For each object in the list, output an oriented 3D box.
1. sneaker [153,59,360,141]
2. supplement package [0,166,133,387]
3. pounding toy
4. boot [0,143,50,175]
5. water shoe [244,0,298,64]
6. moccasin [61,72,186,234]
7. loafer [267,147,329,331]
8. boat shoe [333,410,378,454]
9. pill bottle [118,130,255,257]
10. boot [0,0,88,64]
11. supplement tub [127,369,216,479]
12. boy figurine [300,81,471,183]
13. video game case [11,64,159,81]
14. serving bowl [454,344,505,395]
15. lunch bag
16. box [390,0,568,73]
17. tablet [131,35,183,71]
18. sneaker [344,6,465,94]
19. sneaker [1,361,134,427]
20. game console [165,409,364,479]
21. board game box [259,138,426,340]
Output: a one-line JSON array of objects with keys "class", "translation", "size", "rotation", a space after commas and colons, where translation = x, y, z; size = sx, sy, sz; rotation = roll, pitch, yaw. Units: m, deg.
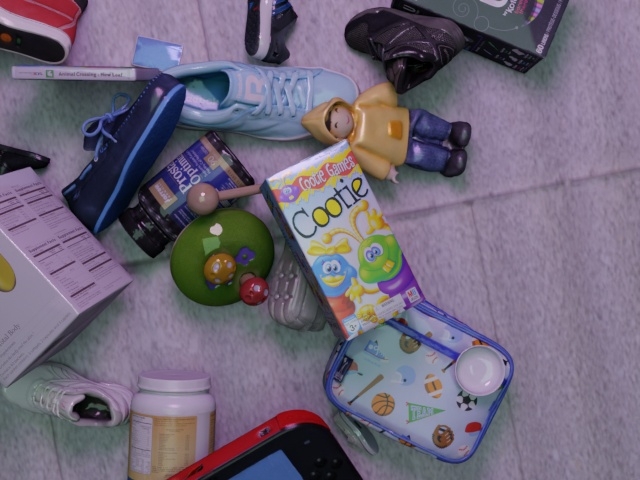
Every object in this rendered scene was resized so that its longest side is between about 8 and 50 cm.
[{"class": "sneaker", "translation": [-0.110, -0.236, 1.576], "size": [0.366, 0.150, 0.135], "rotation": [-4, 91, -2]}, {"class": "supplement package", "translation": [-0.492, 0.054, 1.520], "size": [0.199, 0.198, 0.263], "rotation": [-42, 91, 20]}, {"class": "pounding toy", "translation": [-0.143, 0.026, 1.542], "size": [0.183, 0.110, 0.237], "rotation": [-2, 119, -26]}, {"class": "boot", "translation": [-0.536, -0.112, 1.622], "size": [0.121, 0.045, 0.099], "rotation": [14, 90, 3]}, {"class": "water shoe", "translation": [-0.081, -0.405, 1.627], "size": [0.080, 0.073, 0.203], "rotation": [14, 81, -35]}, {"class": "moccasin", "translation": [-0.339, -0.146, 1.517], "size": [0.117, 0.138, 0.342], "rotation": [41, 122, 2]}, {"class": "loafer", "translation": [0.000, 0.000, 1.612], "size": [0.111, 0.112, 0.319], "rotation": [20, 84, -38]}, {"class": "boat shoe", "translation": [0.060, 0.340, 1.640], "size": [0.035, 0.035, 0.100], "rotation": [-39, 95, 26]}, {"class": "pill bottle", "translation": [-0.229, -0.074, 1.588], "size": [0.219, 0.123, 0.123], "rotation": [-40, 91, -1]}, {"class": "boot", "translation": [-0.522, -0.406, 1.569], "size": [0.244, 0.088, 0.176], "rotation": [18, 52, -16]}, {"class": "supplement tub", "translation": [-0.249, 0.326, 1.576], "size": [0.144, 0.144, 0.200], "rotation": [3, 90, -1]}, {"class": "boy figurine", "translation": [0.110, -0.190, 1.576], "size": [0.285, 0.092, 0.177], "rotation": [12, 89, -21]}, {"class": "video game case", "translation": [-0.379, -0.276, 1.538], "size": [0.193, 0.212, 0.023], "rotation": [1, 101, 0]}, {"class": "serving bowl", "translation": [0.259, 0.213, 1.541], "size": [0.083, 0.027, 0.083], "rotation": [0, 87, -6]}, {"class": "lunch bag", "translation": [0.162, 0.220, 1.602], "size": [0.303, 0.115, 0.243], "rotation": [29, 87, -2]}, {"class": "box", "translation": [0.271, -0.418, 1.586], "size": [0.270, 0.143, 0.165], "rotation": [22, 89, 0]}, {"class": "tablet", "translation": [-0.286, -0.326, 1.645], "size": [0.083, 0.006, 0.054], "rotation": [12, 90, -2]}, {"class": "sneaker", "translation": [0.113, -0.316, 1.555], "size": [0.227, 0.087, 0.130], "rotation": [19, 57, 35]}, {"class": "sneaker", "translation": [-0.433, 0.265, 1.587], "size": [0.232, 0.115, 0.090], "rotation": [10, 90, -1]}, {"class": "game console", "translation": [-0.109, 0.470, 1.543], "size": [0.386, 0.060, 0.342], "rotation": [-30, 122, -1]}, {"class": "board game box", "translation": [0.031, 0.001, 1.477], "size": [0.142, 0.144, 0.275], "rotation": [-27, 92, -8]}]
